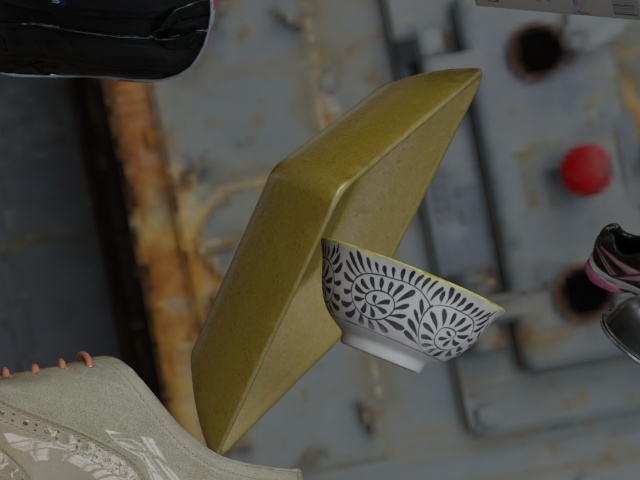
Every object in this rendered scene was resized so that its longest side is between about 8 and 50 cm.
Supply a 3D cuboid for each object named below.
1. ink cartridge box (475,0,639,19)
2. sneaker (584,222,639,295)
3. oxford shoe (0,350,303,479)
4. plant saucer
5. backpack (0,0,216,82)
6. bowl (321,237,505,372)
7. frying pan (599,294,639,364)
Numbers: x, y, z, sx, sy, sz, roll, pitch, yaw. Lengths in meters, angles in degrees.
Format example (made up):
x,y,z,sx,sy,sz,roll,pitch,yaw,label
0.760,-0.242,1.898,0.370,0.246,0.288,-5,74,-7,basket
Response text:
x,y,z,sx,sy,sz,roll,pitch,yaw,label
0.230,-0.266,1.623,0.154,0.212,0.093,51,47,-68,ink cartridge box
0.390,0.034,2.114,0.072,0.178,0.077,-56,157,-46,sneaker
-0.187,0.126,1.094,0.140,0.397,0.146,-18,-131,56,oxford shoe
0.000,0.000,1.738,0.333,0.081,0.333,-42,161,-55,plant saucer
-0.234,-0.282,1.969,0.225,0.253,0.191,101,-4,-45,backpack
0.066,0.065,1.588,0.170,0.170,0.080,46,65,-83,bowl
0.417,0.124,1.743,0.197,0.326,0.053,-105,-145,-68,frying pan
